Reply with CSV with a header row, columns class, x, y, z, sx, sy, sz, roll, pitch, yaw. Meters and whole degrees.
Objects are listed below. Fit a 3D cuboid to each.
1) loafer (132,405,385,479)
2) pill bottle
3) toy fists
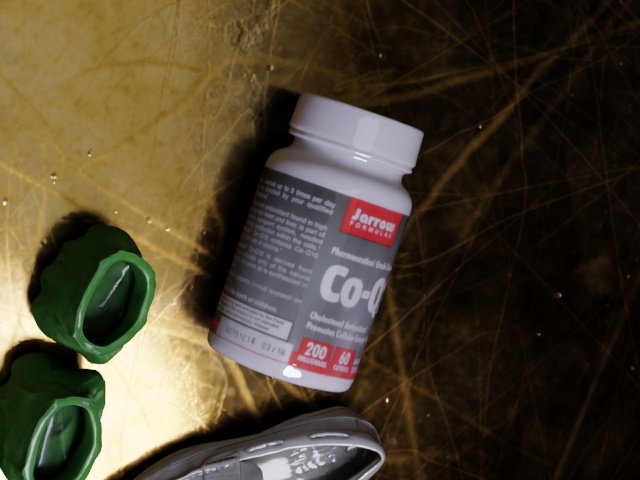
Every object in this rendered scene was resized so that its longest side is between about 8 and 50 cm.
class,x,y,z,sx,sy,sz,roll,pitch,yaw
loafer,-0.083,0.266,1.547,0.319,0.111,0.112,-23,105,-14
pill bottle,0.000,0.000,1.507,0.161,0.161,0.283,18,93,-20
toy fists,-0.249,0.118,1.456,0.096,0.142,0.279,18,93,-34
